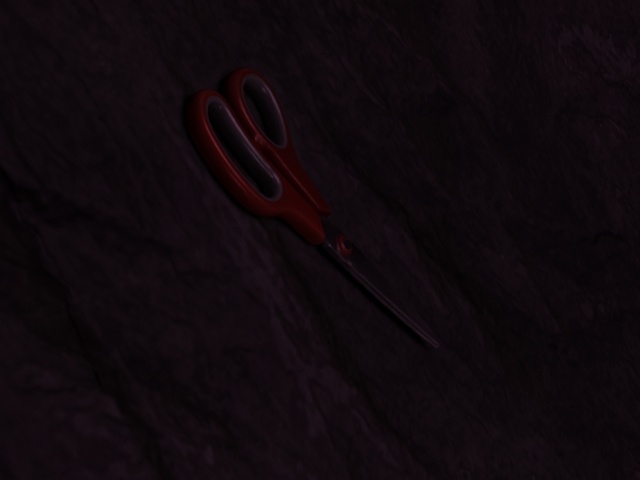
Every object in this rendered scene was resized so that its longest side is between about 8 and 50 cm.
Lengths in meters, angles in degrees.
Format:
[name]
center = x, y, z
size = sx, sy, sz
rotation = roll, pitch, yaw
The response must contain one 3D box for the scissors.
[scissors]
center = 0.000, 0.000, 0.921
size = 0.297, 0.021, 0.109
rotation = 56, 31, -21
